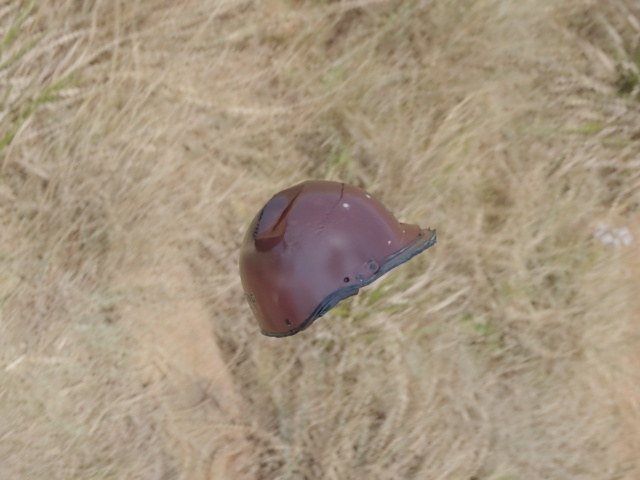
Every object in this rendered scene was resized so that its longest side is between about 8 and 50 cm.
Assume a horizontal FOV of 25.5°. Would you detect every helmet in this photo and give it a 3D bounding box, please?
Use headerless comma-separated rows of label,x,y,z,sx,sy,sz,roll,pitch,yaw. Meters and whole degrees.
helmet,0.001,-0.002,0.579,0.084,0.065,0.049,-33,102,-13
